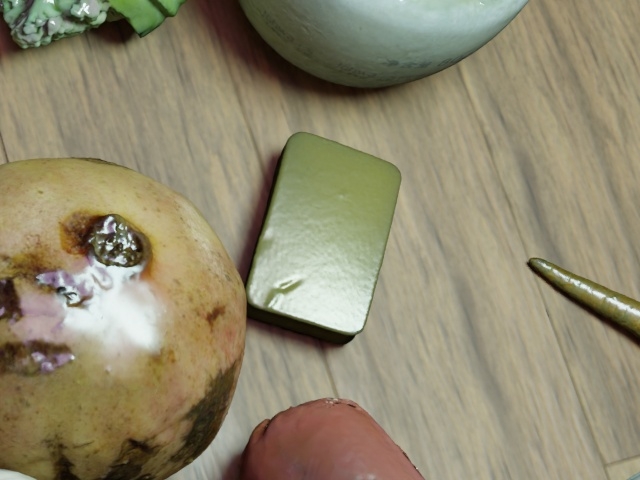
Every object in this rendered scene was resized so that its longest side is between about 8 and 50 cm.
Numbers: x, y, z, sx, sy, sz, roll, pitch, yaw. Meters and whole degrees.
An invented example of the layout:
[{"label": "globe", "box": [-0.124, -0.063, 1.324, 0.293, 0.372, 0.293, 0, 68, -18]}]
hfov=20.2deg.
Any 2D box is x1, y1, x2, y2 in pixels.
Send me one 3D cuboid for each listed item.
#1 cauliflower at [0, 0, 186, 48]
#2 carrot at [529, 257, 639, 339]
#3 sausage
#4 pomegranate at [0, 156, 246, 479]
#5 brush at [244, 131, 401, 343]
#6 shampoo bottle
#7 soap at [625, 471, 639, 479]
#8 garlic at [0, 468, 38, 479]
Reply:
[{"label": "cauliflower", "box": [-0.216, -0.311, 1.704, 0.256, 0.315, 0.239, -4, 80, 3]}, {"label": "carrot", "box": [0.325, 0.083, 1.850, 0.254, 0.049, 0.049, 31, 63, 1]}, {"label": "sausage", "box": [0.039, 0.263, 1.614, 0.152, 0.152, 0.280, -25, 62, -24]}, {"label": "pomegranate", "box": [-0.220, 0.075, 1.554, 0.322, 0.322, 0.322, 6, 68, -15]}, {"label": "brush", "box": [0.000, 0.000, 1.769, 0.123, 0.059, 0.197, 18, 64, -7]}, {"label": "shampoo bottle", "box": [0.066, -0.318, 1.778, 0.322, 0.317, 0.322, 10, 58, -16]}, {"label": "soap", "box": [0.392, 0.256, 1.786, 0.203, 0.065, 0.122, -24, 78, -24]}, {"label": "garlic", "box": [-0.305, 0.274, 1.443, 0.229, 0.143, 0.178, -46, 122, -9]}]
